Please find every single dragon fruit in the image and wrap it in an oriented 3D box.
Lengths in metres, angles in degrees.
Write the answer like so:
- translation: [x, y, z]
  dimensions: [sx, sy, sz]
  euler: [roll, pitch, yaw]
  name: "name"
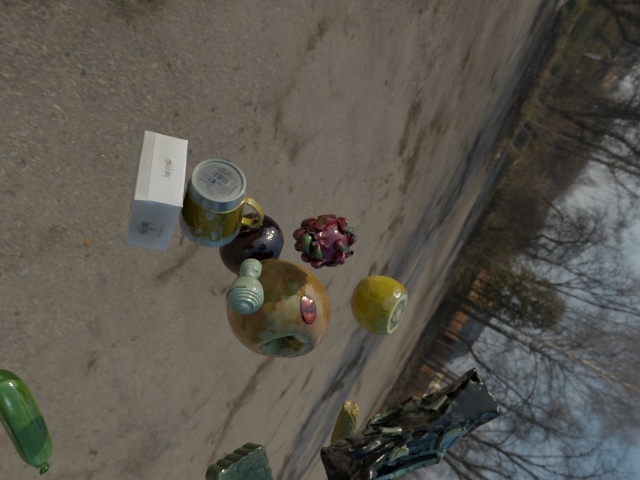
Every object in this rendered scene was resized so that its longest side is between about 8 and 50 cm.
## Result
- translation: [-0.001, 0.005, 1.560]
  dimensions: [0.273, 0.218, 0.198]
  euler: [-11, 151, -39]
  name: "dragon fruit"

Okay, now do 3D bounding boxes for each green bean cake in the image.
- translation: [-0.235, 0.725, 1.348]
  dimensions: [0.184, 0.094, 0.184]
  euler: [-18, 93, -43]
  name: "green bean cake"

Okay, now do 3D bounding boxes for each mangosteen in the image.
- translation: [-0.313, 0.012, 1.983]
  dimensions: [0.297, 0.293, 0.297]
  euler: [-42, -150, 31]
  name: "mangosteen"

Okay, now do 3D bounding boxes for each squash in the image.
- translation: [-0.958, 0.589, 1.466]
  dimensions: [0.107, 0.107, 0.394]
  euler: [-34, 117, -52]
  name: "squash"

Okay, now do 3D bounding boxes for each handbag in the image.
- translation: [0.221, 0.497, 1.145]
  dimensions: [0.417, 0.180, 0.316]
  euler: [-19, 154, -18]
  name: "handbag"

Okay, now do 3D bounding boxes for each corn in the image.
- translation: [0.112, 0.832, 2.009]
  dimensions: [0.101, 0.102, 0.310]
  euler: [-34, 144, -52]
  name: "corn"

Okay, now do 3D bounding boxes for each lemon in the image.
- translation: [0.229, 0.257, 1.868]
  dimensions: [0.240, 0.219, 0.240]
  euler: [-40, 142, -40]
  name: "lemon"

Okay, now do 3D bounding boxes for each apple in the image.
- translation: [-0.164, 0.257, 1.751]
  dimensions: [0.391, 0.392, 0.346]
  euler: [94, -11, -51]
  name: "apple"

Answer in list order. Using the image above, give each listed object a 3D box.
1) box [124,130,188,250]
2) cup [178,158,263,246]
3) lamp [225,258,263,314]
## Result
- translation: [-0.435, -0.120, 1.197]
  dimensions: [0.274, 0.116, 0.202]
  euler: [135, -41, -54]
  name: "box"
- translation: [-0.275, -0.101, 1.291]
  dimensions: [0.226, 0.242, 0.185]
  euler: [121, -21, -55]
  name: "cup"
- translation: [-0.212, 0.132, 1.306]
  dimensions: [0.193, 0.106, 0.106]
  euler: [-92, -165, -55]
  name: "lamp"
